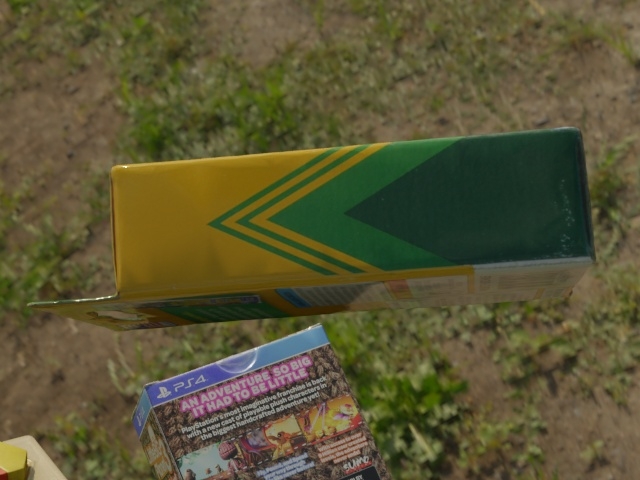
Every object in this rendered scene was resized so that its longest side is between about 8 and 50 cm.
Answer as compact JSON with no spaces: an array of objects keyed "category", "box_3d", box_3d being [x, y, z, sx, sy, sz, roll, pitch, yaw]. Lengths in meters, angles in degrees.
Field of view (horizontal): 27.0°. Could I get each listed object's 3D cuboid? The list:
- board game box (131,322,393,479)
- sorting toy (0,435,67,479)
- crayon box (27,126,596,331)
[{"category":"board game box","box_3d":[-0.058,0.282,1.563,0.232,0.141,0.291,-18,72,-21]},{"category":"sorting toy","box_3d":[-0.314,0.234,1.179,0.193,0.038,0.208,-12,23,-30]},{"category":"crayon box","box_3d":[0.000,0.000,0.844,0.322,0.203,0.083,-5,82,6]}]
